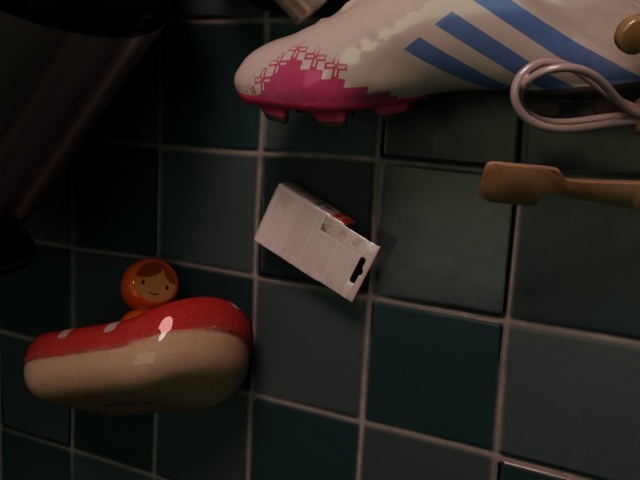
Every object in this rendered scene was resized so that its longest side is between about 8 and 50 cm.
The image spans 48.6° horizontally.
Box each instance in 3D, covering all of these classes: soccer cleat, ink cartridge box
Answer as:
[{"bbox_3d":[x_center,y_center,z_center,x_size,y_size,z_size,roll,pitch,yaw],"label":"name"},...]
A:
[{"bbox_3d":[0.087,-0.168,0.533,0.331,0.116,0.143,1,114,18],"label":"soccer cleat"},{"bbox_3d":[0.000,0.000,0.655,0.115,0.029,0.062,32,110,18],"label":"ink cartridge box"}]

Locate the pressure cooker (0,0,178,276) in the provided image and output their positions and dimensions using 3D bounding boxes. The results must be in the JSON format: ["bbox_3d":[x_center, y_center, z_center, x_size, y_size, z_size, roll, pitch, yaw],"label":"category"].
[{"bbox_3d":[-0.372,-0.184,0.611,0.420,0.376,0.369,-45,36,28],"label":"pressure cooker"}]

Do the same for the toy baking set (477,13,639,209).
[{"bbox_3d":[0.234,-0.094,0.464,0.197,0.030,0.256,30,120,-24],"label":"toy baking set"}]

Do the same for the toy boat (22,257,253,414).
[{"bbox_3d":[-0.176,0.089,0.712,0.231,0.151,0.151,-11,64,28],"label":"toy boat"}]

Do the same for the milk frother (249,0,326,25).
[{"bbox_3d":[-0.028,-0.279,0.595,0.135,0.129,0.143,42,85,-22],"label":"milk frother"}]
